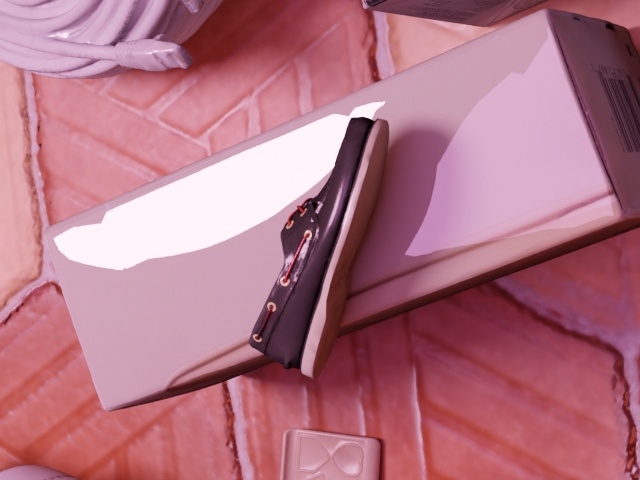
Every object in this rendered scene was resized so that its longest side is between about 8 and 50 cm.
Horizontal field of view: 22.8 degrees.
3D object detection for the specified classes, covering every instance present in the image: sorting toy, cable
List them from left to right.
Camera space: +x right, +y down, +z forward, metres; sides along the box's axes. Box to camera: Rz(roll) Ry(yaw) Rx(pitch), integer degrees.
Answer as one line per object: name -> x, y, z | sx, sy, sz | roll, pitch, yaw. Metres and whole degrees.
cable -> -0.157, -0.222, 0.938 | 0.257, 0.089, 0.257 | 0, 109, 43
sorting toy -> 0.005, 0.158, 0.963 | 0.062, 0.012, 0.083 | 4, 91, 21

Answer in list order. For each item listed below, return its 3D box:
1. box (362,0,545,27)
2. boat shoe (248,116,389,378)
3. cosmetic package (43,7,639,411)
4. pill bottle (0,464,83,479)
box -> 0.048, -0.266, 0.837 | 0.087, 0.169, 0.290 | -21, 85, 27
boat shoe -> -0.001, 0.000, 0.763 | 0.042, 0.049, 0.133 | 23, 108, 13
cosmetic package -> 0.026, -0.013, 0.864 | 0.309, 0.160, 0.113 | -23, 83, 26
pill bottle -> -0.146, 0.230, 0.958 | 0.283, 0.160, 0.160 | 17, 100, 24
